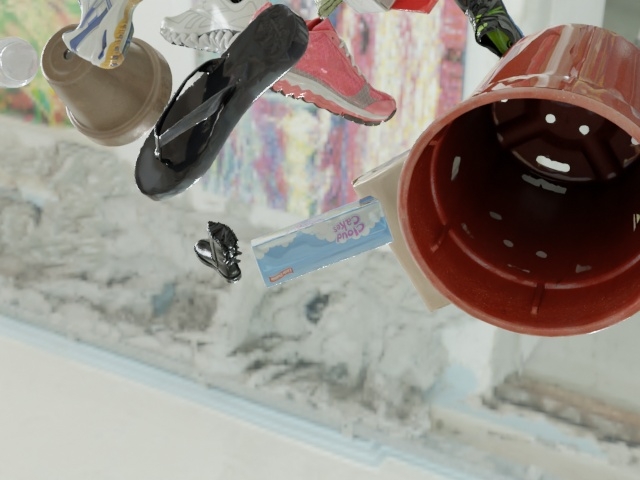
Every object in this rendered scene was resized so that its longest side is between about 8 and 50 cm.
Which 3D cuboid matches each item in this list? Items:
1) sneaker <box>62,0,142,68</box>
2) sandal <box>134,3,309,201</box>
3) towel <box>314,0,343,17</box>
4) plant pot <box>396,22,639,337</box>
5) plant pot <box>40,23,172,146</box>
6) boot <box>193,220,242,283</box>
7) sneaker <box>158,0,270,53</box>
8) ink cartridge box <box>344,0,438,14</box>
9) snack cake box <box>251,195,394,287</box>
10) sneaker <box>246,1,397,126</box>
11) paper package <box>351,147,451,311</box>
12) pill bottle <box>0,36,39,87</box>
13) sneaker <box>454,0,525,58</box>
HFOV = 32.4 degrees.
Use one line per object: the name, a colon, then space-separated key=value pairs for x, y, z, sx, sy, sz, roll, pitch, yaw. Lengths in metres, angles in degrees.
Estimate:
sneaker: x=-0.414 y=-0.494 z=2.168 sx=0.131 sy=0.296 sz=0.112 roll=23 pitch=180 yaw=8
sandal: x=-0.119 y=-0.151 z=1.159 sx=0.054 sy=0.254 sz=0.097 roll=26 pitch=-158 yaw=-47
towel: x=0.042 y=-0.491 z=2.084 sx=0.027 sy=0.148 sz=0.110 roll=36 pitch=-158 yaw=-25
plant pot: x=0.244 y=-0.087 z=1.144 sx=0.272 sy=0.272 sz=0.265 roll=9 pitch=-146 yaw=16
plant pot: x=-0.498 y=-0.368 z=2.468 sx=0.263 sy=0.263 sz=0.229 roll=16 pitch=171 yaw=26
boot: x=-0.173 y=0.007 z=1.828 sx=0.045 sy=0.099 sz=0.121 roll=-32 pitch=-128 yaw=-23
sneaker: x=-0.193 y=-0.410 z=2.067 sx=0.292 sy=0.118 sz=0.110 roll=14 pitch=-170 yaw=43
ink cartridge box: x=0.168 y=-0.472 z=1.637 sx=0.066 sy=0.296 sz=0.261 roll=37 pitch=177 yaw=-22
snack cake box: x=0.000 y=0.000 z=2.162 sx=0.264 sy=0.089 sz=0.152 roll=-20 pitch=-175 yaw=-2
sneaker: x=0.011 y=-0.275 z=1.724 sx=0.313 sy=0.136 sz=0.116 roll=16 pitch=-167 yaw=-35
paper package: x=0.276 y=-0.060 z=2.245 sx=0.168 sy=0.325 sz=0.309 roll=-33 pitch=-177 yaw=-41
pill bottle: x=-0.531 y=-0.303 z=1.877 sx=0.086 sy=0.086 sz=0.152 roll=-17 pitch=-165 yaw=-28
sneaker: x=0.296 y=-0.391 z=1.948 sx=0.188 sy=0.067 sz=0.078 roll=53 pitch=-145 yaw=3
